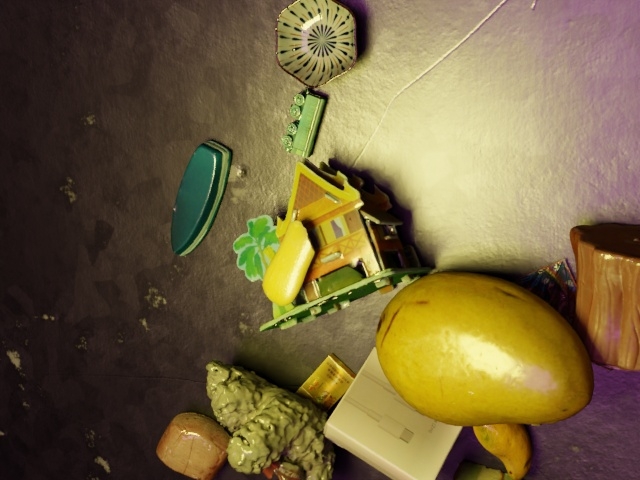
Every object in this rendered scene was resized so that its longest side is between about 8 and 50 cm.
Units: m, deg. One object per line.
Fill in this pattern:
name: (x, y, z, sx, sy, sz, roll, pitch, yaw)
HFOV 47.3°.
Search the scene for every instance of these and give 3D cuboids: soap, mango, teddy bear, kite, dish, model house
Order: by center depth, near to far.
mango: (0.298, 0.216, 1.382, 0.445, 0.220, 0.301, 18, 96, 47)
soap: (-0.058, 0.047, 1.428, 0.089, 0.033, 0.168, 34, 103, 27)
kite: (0.452, 0.142, 1.466, 0.321, 0.016, 0.234, 23, 110, 16)
dish: (0.000, -0.408, 1.495, 0.190, 0.066, 0.191, 5, 104, 21)
mango: (0.383, 0.409, 1.522, 0.098, 0.075, 0.190, -39, 98, -16)
model house: (0.000, 0.000, 1.550, 0.357, 0.242, 0.313, -27, 75, 28)
teddy bear: (-0.140, 0.416, 1.663, 0.367, 0.224, 0.357, 22, 158, 43)

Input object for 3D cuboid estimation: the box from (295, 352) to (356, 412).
box: (0.010, 0.343, 1.705, 0.089, 0.022, 0.156, 45, 116, 9)

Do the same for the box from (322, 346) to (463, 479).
box: (0.162, 0.380, 1.541, 0.251, 0.203, 0.106, 31, 152, 12)

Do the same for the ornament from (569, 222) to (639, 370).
ornament: (0.553, 0.098, 1.315, 0.235, 0.221, 0.217, 23, 119, 47)

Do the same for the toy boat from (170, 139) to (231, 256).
toy boat: (-0.290, -0.087, 1.706, 0.096, 0.062, 0.299, 28, 113, 15)

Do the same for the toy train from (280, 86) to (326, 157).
toy train: (-0.036, -0.253, 1.566, 0.071, 0.038, 0.148, 22, 110, 15)

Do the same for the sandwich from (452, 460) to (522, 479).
sandwich: (0.328, 0.614, 1.520, 0.155, 0.227, 0.198, 13, 108, 21)

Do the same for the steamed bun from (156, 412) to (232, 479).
steamed bun: (-0.312, 0.514, 1.851, 0.175, 0.106, 0.145, 28, 108, 0)
